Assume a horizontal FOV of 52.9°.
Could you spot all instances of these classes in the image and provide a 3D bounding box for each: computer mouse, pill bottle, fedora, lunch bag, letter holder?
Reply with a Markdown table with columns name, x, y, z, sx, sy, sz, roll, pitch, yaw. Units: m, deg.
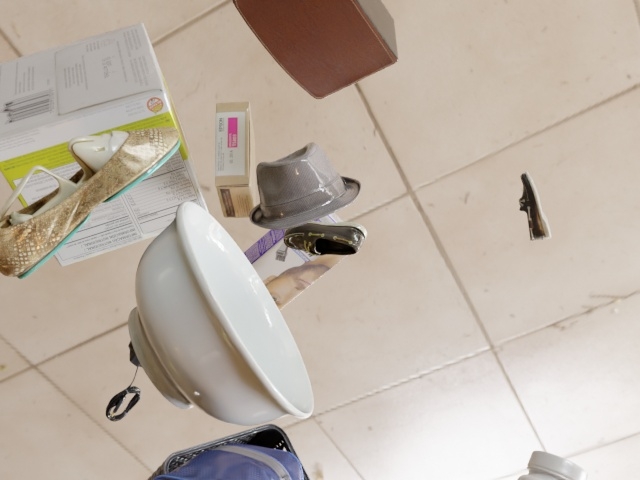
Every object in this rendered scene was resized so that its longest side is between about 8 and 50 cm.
| name | x | y | z | sx | sy | sz | roll | pitch | yaw |
| --- | --- | --- | --- | --- | --- | --- | --- | --- | --- |
| computer mouse | -0.363 | 0.262 | 1.284 | 0.071 | 0.041 | 0.242 | 19 | 102 | -35 |
| pill bottle | 0.383 | 0.482 | 1.111 | 0.119 | 0.208 | 0.119 | 24 | 159 | 10 |
| fedora | -0.048 | -0.126 | 1.340 | 0.244 | 0.275 | 0.124 | -20 | 105 | -2 |
| lunch bag | -0.042 | 0.160 | 0.336 | 0.067 | 0.065 | 0.098 | -3 | 91 | 34 |
| letter holder | -0.011 | -0.462 | 1.302 | 0.214 | 0.152 | 0.302 | -22 | 136 | 26 |

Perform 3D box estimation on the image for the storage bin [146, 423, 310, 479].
| name | x | y | z | sx | sy | sz | roll | pitch | yaw |
| --- | --- | --- | --- | --- | --- | --- | --- | --- | --- |
| storage bin | -0.105 | 0.300 | 0.740 | 0.180 | 0.122 | 0.084 | 0 | 139 | -48 |

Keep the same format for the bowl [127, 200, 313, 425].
| name | x | y | z | sx | sy | sz | roll | pitch | yaw |
| --- | --- | --- | --- | --- | --- | --- | --- | --- | --- |
| bowl | -0.138 | 0.111 | 0.788 | 0.134 | 0.298 | 0.298 | -31 | 120 | 4 |

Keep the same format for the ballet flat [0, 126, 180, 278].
| name | x | y | z | sx | sy | sz | roll | pitch | yaw |
| --- | --- | --- | --- | --- | --- | --- | --- | --- | --- |
| ballet flat | -0.221 | -0.052 | 0.586 | 0.206 | 0.073 | 0.067 | -45 | 120 | -14 |

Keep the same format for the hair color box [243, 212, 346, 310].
| name | x | y | z | sx | sy | sz | roll | pitch | yaw |
| --- | --- | --- | --- | --- | --- | --- | --- | --- | --- |
| hair color box | -0.079 | 0.043 | 1.889 | 0.339 | 0.110 | 0.185 | -39 | 119 | 14 |

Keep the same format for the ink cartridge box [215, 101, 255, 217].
| name | x | y | z | sx | sy | sz | roll | pitch | yaw |
| --- | --- | --- | --- | --- | --- | --- | --- | --- | --- |
| ink cartridge box | -0.211 | -0.199 | 1.613 | 0.088 | 0.234 | 0.193 | -2 | 158 | -1 |

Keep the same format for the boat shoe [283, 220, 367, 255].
| name | x | y | z | sx | sy | sz | roll | pitch | yaw |
| --- | --- | --- | --- | --- | --- | --- | --- | --- | --- |
| boat shoe | 0.000 | 0.000 | 1.588 | 0.228 | 0.068 | 0.081 | -3 | 135 | 29 |

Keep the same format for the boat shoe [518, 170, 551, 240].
| name | x | y | z | sx | sy | sz | roll | pitch | yaw |
| --- | --- | --- | --- | --- | --- | --- | --- | --- | --- |
| boat shoe | 0.359 | -0.057 | 1.100 | 0.038 | 0.046 | 0.125 | -17 | 110 | 23 |

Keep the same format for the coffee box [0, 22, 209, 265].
| name | x | y | z | sx | sy | sz | roll | pitch | yaw |
| --- | --- | --- | --- | --- | --- | --- | --- | --- | --- |
| coffee box | -0.466 | -0.209 | 1.385 | 0.338 | 0.337 | 0.334 | -19 | 134 | -6 |
